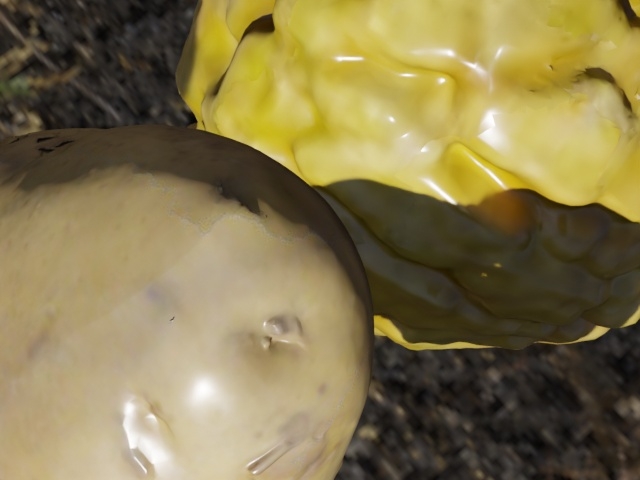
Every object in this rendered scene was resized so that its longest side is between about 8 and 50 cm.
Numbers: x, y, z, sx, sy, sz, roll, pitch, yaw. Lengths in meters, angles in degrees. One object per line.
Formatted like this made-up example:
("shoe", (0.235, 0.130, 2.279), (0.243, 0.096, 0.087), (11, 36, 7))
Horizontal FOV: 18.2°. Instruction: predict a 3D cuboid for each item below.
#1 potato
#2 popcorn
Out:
("potato", (-0.071, 0.050, 0.559), (0.128, 0.234, 0.161), (-11, 97, -33))
("popcorn", (0.090, -0.088, 1.173), (0.344, 0.390, 0.354), (44, 102, -1))
